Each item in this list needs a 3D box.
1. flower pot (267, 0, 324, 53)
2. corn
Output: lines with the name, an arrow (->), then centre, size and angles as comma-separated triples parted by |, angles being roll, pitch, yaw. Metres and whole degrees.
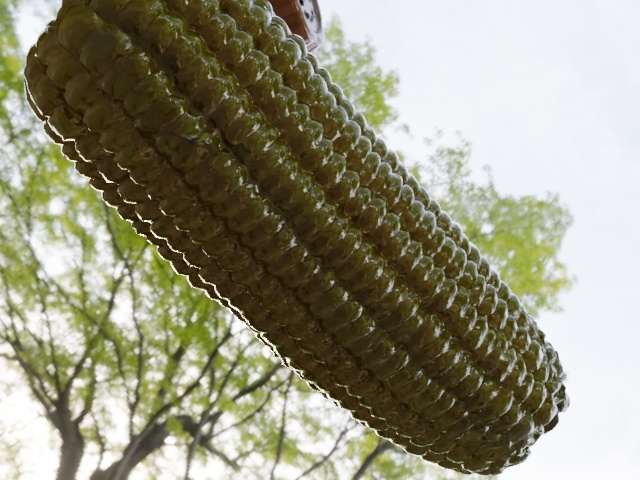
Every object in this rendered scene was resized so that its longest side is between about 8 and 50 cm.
flower pot -> -0.095, -0.297, 1.114 | 0.173, 0.190, 0.190 | -15, -73, 15
corn -> 0.000, 0.000, 0.439 | 0.131, 0.131, 0.344 | -26, -64, 42
